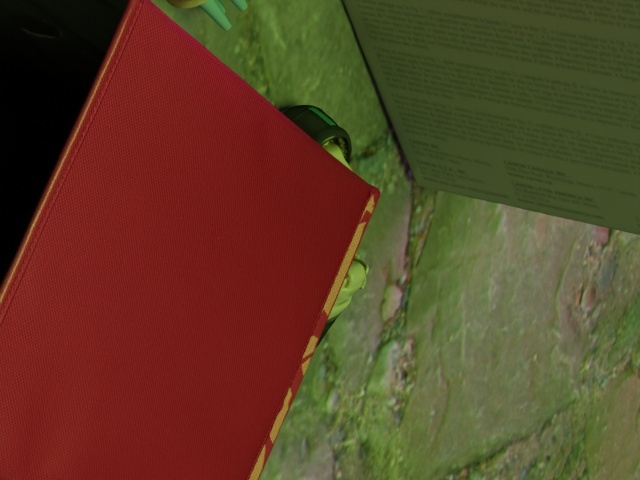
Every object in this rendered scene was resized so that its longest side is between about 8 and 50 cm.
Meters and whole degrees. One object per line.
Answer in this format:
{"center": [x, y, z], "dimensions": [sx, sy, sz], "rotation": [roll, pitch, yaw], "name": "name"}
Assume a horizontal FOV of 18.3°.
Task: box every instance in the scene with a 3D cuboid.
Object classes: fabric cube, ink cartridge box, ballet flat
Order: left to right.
{"center": [-0.170, 0.006, 1.117], "dimensions": [0.258, 0.259, 0.254], "rotation": [35, 75, -53], "name": "fabric cube"}
{"center": [0.000, 0.000, 1.477], "dimensions": [0.074, 0.074, 0.203], "rotation": [-25, 121, -44], "name": "ballet flat"}
{"center": [0.154, -0.176, 1.412], "dimensions": [0.091, 0.308, 0.385], "rotation": [-48, 134, -29], "name": "ink cartridge box"}

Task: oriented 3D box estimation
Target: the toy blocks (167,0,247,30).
{"center": [-0.078, -0.220, 1.312], "dimensions": [0.123, 0.054, 0.148], "rotation": [-60, 140, -16], "name": "toy blocks"}
